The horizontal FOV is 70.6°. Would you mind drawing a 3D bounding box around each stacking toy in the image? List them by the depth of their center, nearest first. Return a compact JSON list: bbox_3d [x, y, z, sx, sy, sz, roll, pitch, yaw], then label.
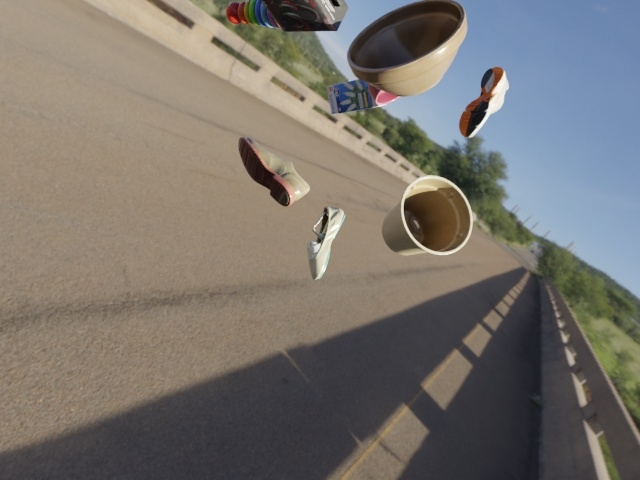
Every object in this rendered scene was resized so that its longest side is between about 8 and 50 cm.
[{"bbox_3d":[-0.270,-0.982,1.948,0.330,0.141,0.141,14,0,31],"label":"stacking toy"}]

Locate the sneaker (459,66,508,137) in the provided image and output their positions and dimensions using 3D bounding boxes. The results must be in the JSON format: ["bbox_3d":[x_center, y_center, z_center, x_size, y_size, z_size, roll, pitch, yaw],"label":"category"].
[{"bbox_3d":[0.611,-0.485,1.652,0.121,0.263,0.099,20,13,-44],"label":"sneaker"}]

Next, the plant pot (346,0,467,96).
[{"bbox_3d":[0.182,-0.372,0.918,0.110,0.237,0.237,56,1,-42],"label":"plant pot"}]

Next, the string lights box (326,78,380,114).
[{"bbox_3d":[0.163,-0.662,2.063,0.076,0.259,0.134,-31,115,-47],"label":"string lights box"}]

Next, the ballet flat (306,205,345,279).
[{"bbox_3d":[0.000,0.000,1.441,0.086,0.249,0.086,19,-18,6],"label":"ballet flat"}]

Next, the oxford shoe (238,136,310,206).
[{"bbox_3d":[-0.183,-0.273,1.720,0.130,0.123,0.348,-29,70,-34],"label":"oxford shoe"}]

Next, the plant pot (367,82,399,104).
[{"bbox_3d":[0.228,-0.602,1.558,0.180,0.201,0.201,60,18,9],"label":"plant pot"}]

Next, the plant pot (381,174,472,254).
[{"bbox_3d":[0.426,-0.073,1.967,0.333,0.334,0.305,39,-22,-6],"label":"plant pot"}]

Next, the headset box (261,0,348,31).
[{"bbox_3d":[-0.058,-0.851,1.584,0.293,0.110,0.218,18,-11,35],"label":"headset box"}]
